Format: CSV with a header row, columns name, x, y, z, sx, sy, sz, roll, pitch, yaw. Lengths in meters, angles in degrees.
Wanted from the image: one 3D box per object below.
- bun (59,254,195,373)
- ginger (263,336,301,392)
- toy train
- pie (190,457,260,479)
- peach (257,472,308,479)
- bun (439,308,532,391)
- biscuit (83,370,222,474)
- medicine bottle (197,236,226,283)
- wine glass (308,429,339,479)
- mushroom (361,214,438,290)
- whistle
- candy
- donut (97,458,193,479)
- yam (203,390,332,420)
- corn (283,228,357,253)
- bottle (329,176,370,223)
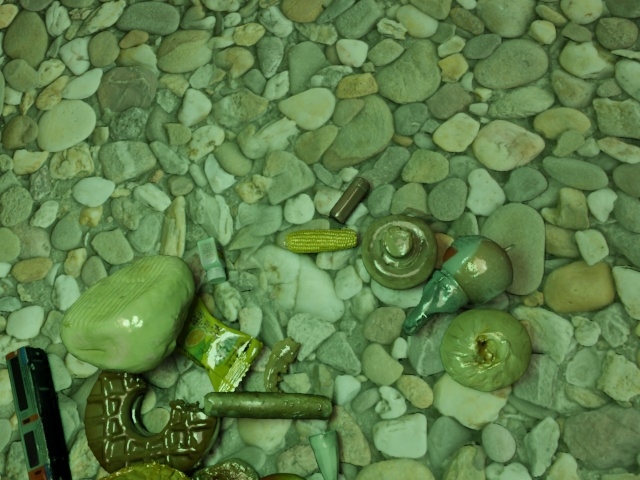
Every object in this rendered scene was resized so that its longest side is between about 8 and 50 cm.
name,x,y,z,sx,sy,sz,roll,pitch,yaw
bun,-0.471,0.198,1.363,0.361,0.213,0.361,-15,28,8
ginger,-0.109,0.334,1.386,0.069,0.051,0.173,19,83,3
toy train,-0.754,0.487,1.418,0.089,0.086,0.409,-24,71,2
pie,-0.234,0.638,1.307,0.195,0.046,0.195,-2,76,8
peach,-0.082,0.641,1.188,0.231,0.231,0.231,-3,72,8
bun,0.401,0.261,1.283,0.222,0.127,0.222,-2,72,6
biscuit,-0.443,0.474,1.359,0.366,0.115,0.268,25,78,17
medicine bottle,-0.301,0.058,1.489,0.055,0.074,0.118,-16,70,3
wine glass,0.019,0.545,1.285,0.073,0.073,0.155,-12,74,5
mushroom,0.201,0.021,1.356,0.204,0.204,0.204,-3,72,8
whistle,0.332,0.105,1.322,0.348,0.189,0.189,-37,70,3
candy,-0.306,0.276,1.415,0.297,0.081,0.187,28,79,25
donut,-0.417,0.662,1.228,0.330,0.160,0.330,-1,108,-2
yam,-0.130,0.408,1.313,0.317,0.067,0.071,5,108,-8
corn,0.000,0.000,1.464,0.206,0.067,0.067,-5,72,7
bottle,0.083,-0.114,1.494,0.053,0.053,0.140,34,81,18
